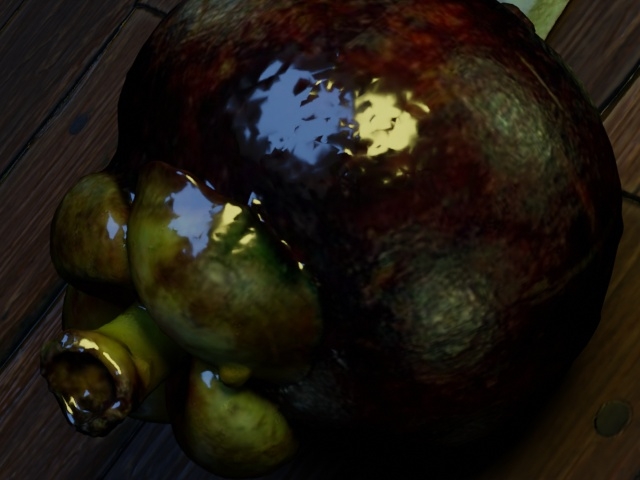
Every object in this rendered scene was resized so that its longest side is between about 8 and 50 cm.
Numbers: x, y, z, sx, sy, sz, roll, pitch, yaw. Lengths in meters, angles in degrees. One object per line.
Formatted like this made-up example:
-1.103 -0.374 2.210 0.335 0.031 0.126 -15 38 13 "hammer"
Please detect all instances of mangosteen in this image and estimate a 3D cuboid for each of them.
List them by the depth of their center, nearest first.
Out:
0.009 -0.010 0.910 0.330 0.330 0.330 -25 44 27 "mangosteen"

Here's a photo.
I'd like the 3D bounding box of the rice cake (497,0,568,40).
0.100 -0.111 1.115 0.080 0.042 0.222 17 72 48 "rice cake"
